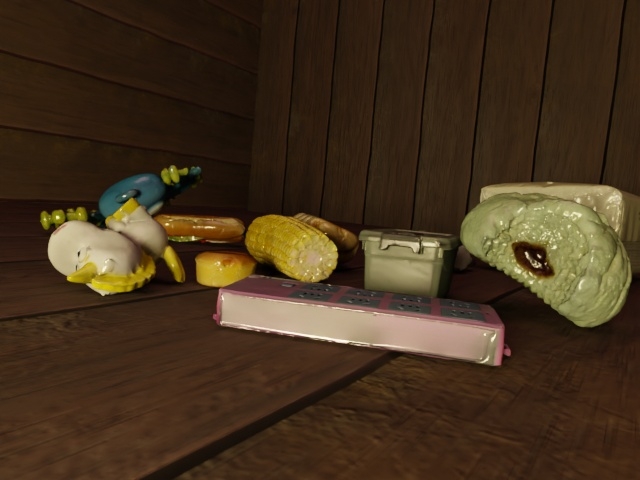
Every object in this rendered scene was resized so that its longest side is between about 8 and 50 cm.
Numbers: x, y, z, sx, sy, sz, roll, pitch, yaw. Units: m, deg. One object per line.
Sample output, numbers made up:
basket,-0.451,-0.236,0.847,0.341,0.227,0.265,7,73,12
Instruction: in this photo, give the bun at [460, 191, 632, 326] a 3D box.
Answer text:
bun,0.291,0.009,0.640,0.213,0.126,0.204,31,9,-2

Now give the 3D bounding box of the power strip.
power strip,0.038,0.072,0.489,0.279,0.037,0.109,6,5,12

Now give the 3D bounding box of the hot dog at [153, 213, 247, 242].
hot dog,-0.285,-0.025,1.153,0.236,0.062,0.092,3,-3,6

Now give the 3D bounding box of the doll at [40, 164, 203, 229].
doll,-0.428,-0.076,1.160,0.346,0.098,0.341,-22,-1,-10

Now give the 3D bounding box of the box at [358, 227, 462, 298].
box,0.128,0.034,0.705,0.124,0.092,0.172,6,5,23

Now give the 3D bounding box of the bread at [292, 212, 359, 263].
bread,0.000,0.000,0.955,0.119,0.084,0.177,24,-3,-18

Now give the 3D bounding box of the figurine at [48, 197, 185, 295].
figurine,-0.243,0.016,0.601,0.130,0.109,0.178,28,13,9

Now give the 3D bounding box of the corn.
corn,-0.055,0.007,0.831,0.093,0.093,0.244,3,5,-26

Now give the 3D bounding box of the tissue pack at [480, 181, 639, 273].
tissue pack,0.585,-0.025,1.184,0.297,0.207,0.380,8,6,42

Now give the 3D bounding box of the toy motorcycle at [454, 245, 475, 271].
toy motorcycle,0.224,0.024,1.050,0.229,0.074,0.151,14,-1,-2

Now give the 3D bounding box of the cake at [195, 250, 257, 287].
cake,-0.128,0.038,0.685,0.084,0.044,0.084,5,3,0
